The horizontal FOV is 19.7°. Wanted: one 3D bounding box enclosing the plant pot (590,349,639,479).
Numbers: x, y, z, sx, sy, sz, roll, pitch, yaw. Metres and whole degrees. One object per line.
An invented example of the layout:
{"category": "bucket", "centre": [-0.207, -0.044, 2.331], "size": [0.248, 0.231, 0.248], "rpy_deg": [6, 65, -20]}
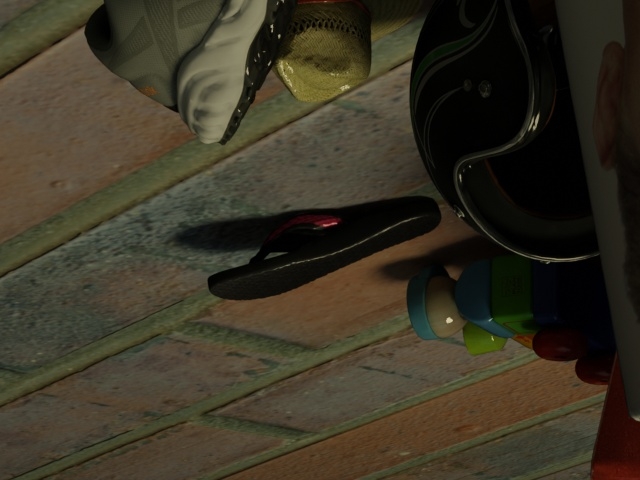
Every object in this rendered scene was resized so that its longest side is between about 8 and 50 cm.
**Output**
{"category": "plant pot", "centre": [0.352, 0.083, 1.260], "size": [0.236, 0.267, 0.267], "rpy_deg": [9, 166, 24]}

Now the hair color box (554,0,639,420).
{"category": "hair color box", "centre": [0.184, -0.113, 0.703], "size": [0.105, 0.347, 0.174], "rpy_deg": [14, 150, -42]}

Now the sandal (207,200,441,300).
{"category": "sandal", "centre": [0.000, 0.000, 1.354], "size": [0.179, 0.040, 0.067], "rpy_deg": [-21, 164, -5]}

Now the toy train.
{"category": "toy train", "centre": [0.182, 0.069, 1.501], "size": [0.143, 0.105, 0.248], "rpy_deg": [-7, 161, 28]}

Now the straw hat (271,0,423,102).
{"category": "straw hat", "centre": [-0.002, -0.112, 1.033], "size": [0.144, 0.061, 0.144], "rpy_deg": [-6, 159, -2]}

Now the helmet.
{"category": "helmet", "centre": [0.126, -0.080, 1.004], "size": [0.169, 0.169, 0.161], "rpy_deg": [1, 151, -19]}

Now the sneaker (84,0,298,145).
{"category": "sneaker", "centre": [-0.056, -0.148, 0.885], "size": [0.108, 0.100, 0.271], "rpy_deg": [26, 145, -1]}
